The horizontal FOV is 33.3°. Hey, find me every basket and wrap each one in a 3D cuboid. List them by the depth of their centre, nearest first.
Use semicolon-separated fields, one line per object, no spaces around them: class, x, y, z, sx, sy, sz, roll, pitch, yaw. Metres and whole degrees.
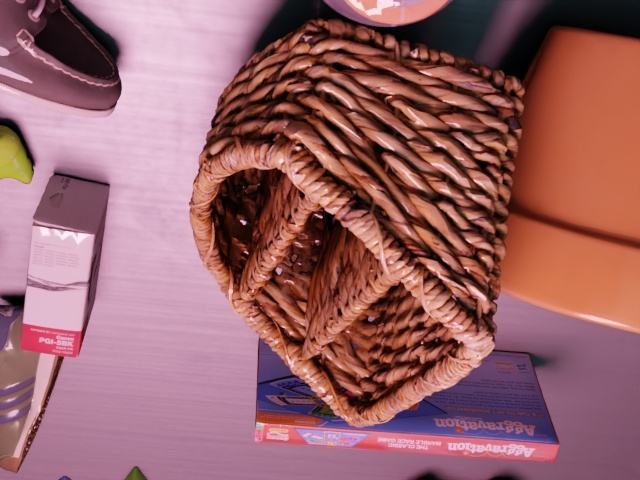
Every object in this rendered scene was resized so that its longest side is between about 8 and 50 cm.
basket;0.000;0.000;0.835;0.213;0.223;0.299;15;158;-12

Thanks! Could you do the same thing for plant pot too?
plant pot;0.262;-0.056;0.868;0.290;0.291;0.204;9;103;-7

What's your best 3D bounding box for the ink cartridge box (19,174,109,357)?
ink cartridge box;-0.234;0.023;0.983;0.056;0.099;0.135;10;119;-7

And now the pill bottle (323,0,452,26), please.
pill bottle;0.045;-0.233;0.763;0.130;0.246;0.130;-1;119;-1

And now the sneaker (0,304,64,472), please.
sneaker;-0.314;0.142;1.073;0.086;0.064;0.192;22;116;-5

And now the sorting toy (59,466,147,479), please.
sorting toy;-0.187;0.396;1.225;0.196;0.047;0.348;-25;117;12

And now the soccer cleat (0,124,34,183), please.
soccer cleat;-0.345;-0.047;0.966;0.178;0.060;0.072;-21;126;8

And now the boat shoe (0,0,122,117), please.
boat shoe;-0.293;-0.216;0.840;0.335;0.112;0.095;31;119;-14

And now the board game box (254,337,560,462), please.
board game box;0.078;0.150;1.039;0.281;0.145;0.027;5;119;-5
